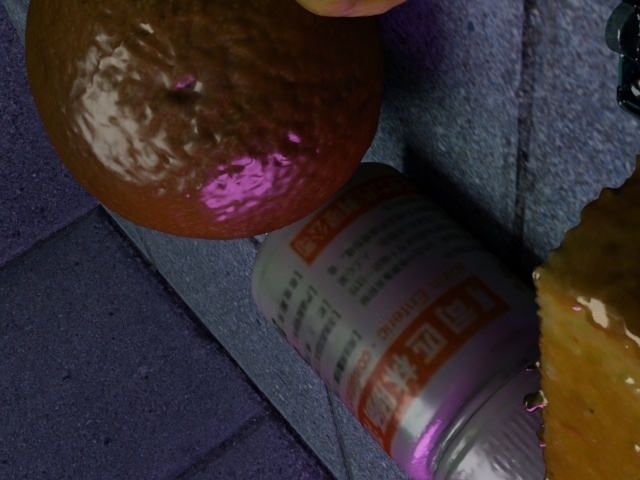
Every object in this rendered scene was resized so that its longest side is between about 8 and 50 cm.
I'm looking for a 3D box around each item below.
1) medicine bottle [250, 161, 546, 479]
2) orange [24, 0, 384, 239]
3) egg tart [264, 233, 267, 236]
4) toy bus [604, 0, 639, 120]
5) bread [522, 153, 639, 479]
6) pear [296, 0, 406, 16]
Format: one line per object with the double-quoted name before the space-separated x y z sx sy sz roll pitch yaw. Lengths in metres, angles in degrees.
"medicine bottle" 0.122 0.114 0.943 0.388 0.219 0.219 46 161 28
"orange" -0.101 -0.162 0.872 0.322 0.322 0.357 60 -178 -14
"egg tart" 0.000 0.000 1.281 0.231 0.098 0.252 64 158 -8
"toy bus" 0.202 -0.136 0.479 0.079 0.092 0.160 40 151 46
"bread" 0.259 0.109 0.606 0.179 0.194 0.340 41 154 44
"pear" 0.027 -0.246 0.656 0.178 0.178 0.178 48 162 22
